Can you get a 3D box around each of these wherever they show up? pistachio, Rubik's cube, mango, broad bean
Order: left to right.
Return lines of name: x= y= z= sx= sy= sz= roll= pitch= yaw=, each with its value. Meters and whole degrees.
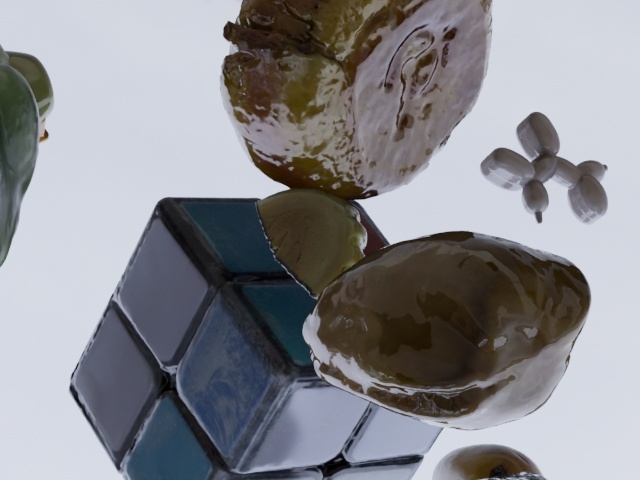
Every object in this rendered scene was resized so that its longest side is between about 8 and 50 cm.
broad bean: x=-0.287 y=-0.056 z=1.539 sx=0.100 sy=0.169 sz=0.228 roll=-5 pitch=-164 yaw=8
Rubik's cube: x=-0.059 y=0.158 z=2.247 sx=0.316 sy=0.313 sz=0.318 roll=-1 pitch=-139 yaw=-41
pistachio: x=0.105 y=0.068 z=1.668 sx=0.213 sy=0.162 sz=0.260 roll=-31 pitch=-150 yaw=-30
mango: x=0.221 y=0.331 z=2.545 sx=0.138 sy=0.113 sz=0.253 roll=29 pitch=166 yaw=-10

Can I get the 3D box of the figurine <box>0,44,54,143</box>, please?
figurine: x=-0.425 y=-0.146 z=2.117 sx=0.262 sy=0.153 sz=0.180 roll=-5 pitch=-146 yaw=-15

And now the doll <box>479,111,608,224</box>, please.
doll: x=0.299 y=-0.083 z=2.455 sx=0.160 sy=0.059 sz=0.161 roll=47 pitch=-130 yaw=2

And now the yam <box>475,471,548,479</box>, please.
yam: x=0.199 y=0.302 z=2.060 sx=0.107 sy=0.107 sz=0.183 roll=21 pitch=-176 yaw=28

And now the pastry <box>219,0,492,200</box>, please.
pastry: x=0.044 y=-0.204 z=2.099 sx=0.356 sy=0.356 sz=0.164 roll=-4 pitch=-154 yaw=-46

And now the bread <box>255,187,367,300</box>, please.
bread: x=0.000 y=0.000 z=1.889 sx=0.157 sy=0.094 sz=0.083 roll=39 pitch=-176 yaw=41
